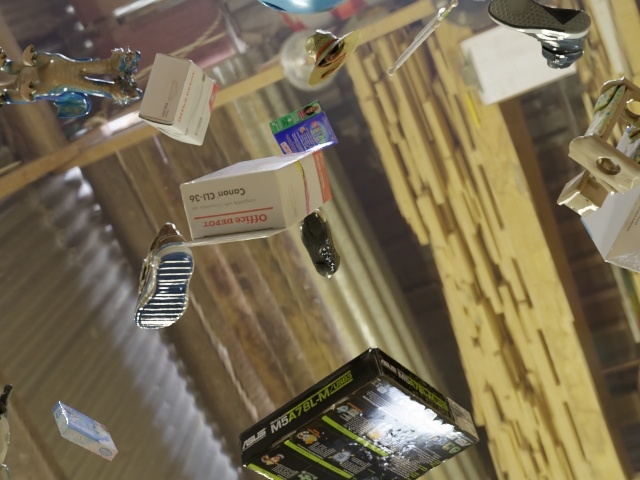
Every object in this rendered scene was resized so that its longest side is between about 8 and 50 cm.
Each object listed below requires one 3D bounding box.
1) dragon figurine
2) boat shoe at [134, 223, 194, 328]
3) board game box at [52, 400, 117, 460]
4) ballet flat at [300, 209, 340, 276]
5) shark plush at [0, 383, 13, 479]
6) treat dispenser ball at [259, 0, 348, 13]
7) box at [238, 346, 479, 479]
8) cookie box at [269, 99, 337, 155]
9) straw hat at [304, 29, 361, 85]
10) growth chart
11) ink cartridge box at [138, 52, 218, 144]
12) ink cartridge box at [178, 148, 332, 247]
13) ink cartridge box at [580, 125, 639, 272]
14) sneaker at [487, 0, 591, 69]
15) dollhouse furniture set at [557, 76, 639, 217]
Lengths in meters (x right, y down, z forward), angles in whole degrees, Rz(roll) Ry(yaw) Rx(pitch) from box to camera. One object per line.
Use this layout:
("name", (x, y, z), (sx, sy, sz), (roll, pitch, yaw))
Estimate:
("dragon figurine", (-0.366, -0.217, 1.162), (0.144, 0.289, 0.085), (1, -91, -48))
("boat shoe", (-0.207, 0.049, 1.118), (0.066, 0.183, 0.066), (4, -130, -26))
("board game box", (-0.358, 0.288, 1.275), (0.090, 0.020, 0.090), (38, 177, -30))
("ballet flat", (0.000, 0.000, 1.528), (0.173, 0.058, 0.049), (76, -151, -49))
("shark plush", (-0.477, 0.284, 1.194), (0.073, 0.067, 0.161), (10, -108, -30))
("treat dispenser ball", (-0.030, -0.532, 1.430), (0.288, 0.288, 0.288), (-20, -90, -74))
("box", (0.043, 0.210, 0.892), (0.191, 0.184, 0.045), (38, -154, -37))
("cookie box", (-0.033, -0.209, 1.635), (0.091, 0.107, 0.040), (62, -175, -48))
("straw hat", (0.005, -0.345, 1.510), (0.061, 0.144, 0.144), (47, -165, 6))
("growth chart", (0.216, -0.436, 1.813), (0.021, 0.172, 0.237), (42, -150, -5))
("ink cartridge box", (-0.329, -0.326, 1.971), (0.218, 0.092, 0.158), (32, -107, -80))
("ink cartridge box", (-0.074, -0.049, 0.932), (0.198, 0.115, 0.067), (-40, -60, -67))
("ink cartridge box", (0.635, -0.043, 1.456), (0.198, 0.270, 0.197), (-80, 10, -67))
("sneaker", (0.485, -0.462, 1.884), (0.086, 0.226, 0.163), (-65, -19, -11))
("dollhouse furniture set", (0.394, -0.150, 1.153), (0.101, 0.182, 0.161), (35, 156, -2))
